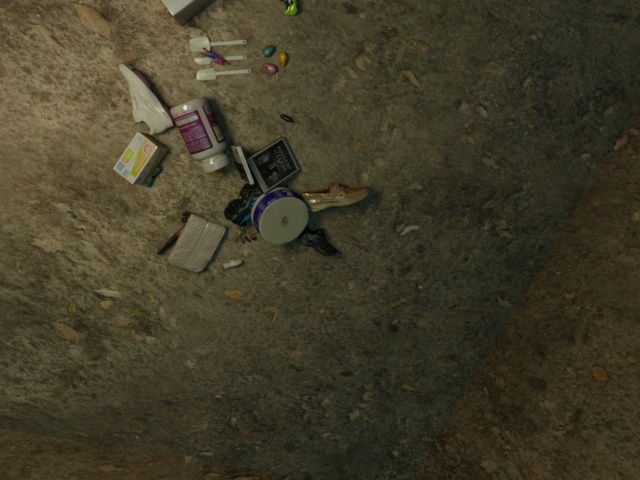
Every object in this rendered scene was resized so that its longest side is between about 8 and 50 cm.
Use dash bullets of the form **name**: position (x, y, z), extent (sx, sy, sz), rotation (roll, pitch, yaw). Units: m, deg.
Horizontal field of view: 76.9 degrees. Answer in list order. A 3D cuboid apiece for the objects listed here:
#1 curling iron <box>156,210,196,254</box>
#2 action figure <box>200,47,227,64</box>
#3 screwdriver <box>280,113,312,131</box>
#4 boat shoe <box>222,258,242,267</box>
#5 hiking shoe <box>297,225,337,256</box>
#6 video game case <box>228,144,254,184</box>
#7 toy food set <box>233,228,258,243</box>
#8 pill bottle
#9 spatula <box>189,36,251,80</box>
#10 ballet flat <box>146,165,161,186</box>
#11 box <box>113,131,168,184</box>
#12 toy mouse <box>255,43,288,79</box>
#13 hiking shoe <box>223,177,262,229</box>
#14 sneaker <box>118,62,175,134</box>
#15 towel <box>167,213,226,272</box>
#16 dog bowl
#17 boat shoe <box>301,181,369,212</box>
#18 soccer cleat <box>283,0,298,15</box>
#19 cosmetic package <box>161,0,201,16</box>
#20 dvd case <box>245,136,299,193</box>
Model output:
- **curling iron**: position (-0.704, -0.037, 1.958), extent (0.068, 0.035, 0.274), rotation (38, 97, -27)
- **action figure**: position (-0.455, -0.786, 1.734), extent (0.115, 0.030, 0.038), rotation (21, 102, -23)
- **screwdriver**: position (-0.114, -0.550, 1.909), extent (0.170, 0.024, 0.025), rotation (27, 73, -21)
- **boat shoe**: position (-0.452, 0.112, 2.066), extent (0.100, 0.035, 0.035), rotation (-16, 114, 1)
- **hiking shoe**: position (0.000, 0.000, 2.092), extent (0.227, 0.086, 0.114), rotation (26, 105, -18)
- **video game case**: position (-0.361, -0.349, 1.838), extent (0.022, 0.190, 0.173), rotation (-25, 113, -16)
- **toy food set**: position (-0.379, -0.021, 2.043), extent (0.122, 0.019, 0.078), rotation (0, 110, -20)
- **pill bottle**: position (-0.518, -0.460, 1.777), extent (0.169, 0.169, 0.301), rotation (-22, 112, -4)
- **spatula**: position (-0.432, -0.796, 1.757), extent (0.242, 0.019, 0.168), rotation (-9, 110, -8)
- **ballet flat**: position (-0.775, -0.299, 1.855), extent (0.041, 0.041, 0.114), rotation (35, 99, -21)
- **box**: position (-0.789, -0.360, 1.775), extent (0.114, 0.103, 0.203), rotation (37, 99, 0)
- **toy mouse**: position (-0.219, -0.804, 1.791), extent (0.143, 0.031, 0.161), rotation (4, 108, -13)
- **hiking shoe**: position (-0.331, -0.198, 1.961), extent (0.304, 0.113, 0.132), rotation (-44, 142, -1)
- **sneaker**: position (-0.762, -0.591, 1.707), extent (0.152, 0.114, 0.305), rotation (-33, 112, 0)
- **towel**: position (-0.608, 0.019, 1.974), extent (0.187, 0.049, 0.282), rotation (24, 104, -31)
- **dog bowl**: position (-0.194, -0.118, 1.952), extent (0.265, 0.104, 0.265), rotation (-17, 130, -22)
- **boat shoe**: position (0.077, -0.232, 2.007), extent (0.341, 0.121, 0.110), rotation (-15, 112, -5)
- **soccer cleat**: position (-0.135, -1.052, 1.707), extent (0.072, 0.060, 0.179), rotation (-6, 113, -8)
- **cosmetic package**: position (-0.512, -0.976, 1.565), extent (0.224, 0.224, 0.138), rotation (-36, 112, 3)
- **dvd case**: position (-0.223, -0.354, 1.889), extent (0.238, 0.029, 0.179), rotation (-40, 116, -29)
